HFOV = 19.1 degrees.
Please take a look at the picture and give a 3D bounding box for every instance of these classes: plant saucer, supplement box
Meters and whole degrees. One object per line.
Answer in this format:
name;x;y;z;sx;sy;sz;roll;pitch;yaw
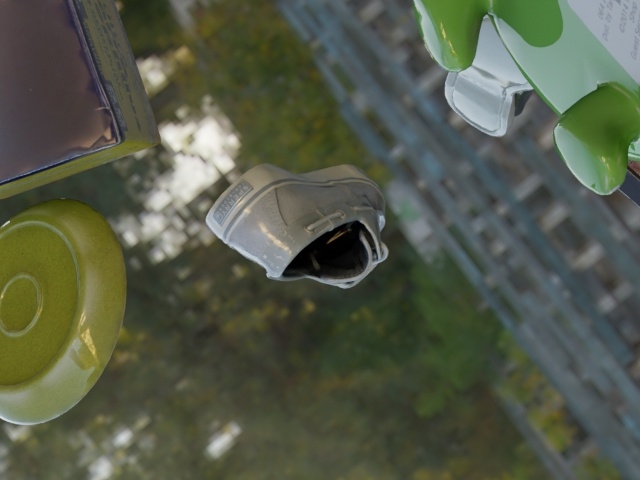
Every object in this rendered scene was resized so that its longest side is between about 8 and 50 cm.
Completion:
plant saucer;-0.300;0.068;1.961;0.037;0.241;0.241;21;-153;-48
supplement box;-0.299;-0.160;1.953;0.356;0.195;0.194;-73;-35;-87

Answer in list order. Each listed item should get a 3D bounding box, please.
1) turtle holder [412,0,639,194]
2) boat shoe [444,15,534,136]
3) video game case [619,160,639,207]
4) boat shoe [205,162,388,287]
turtle holder;0.166;-0.176;0.892;0.320;0.227;0.243;-151;47;-65
boat shoe;0.191;-0.202;1.979;0.114;0.091;0.302;34;167;2
video game case;0.449;-0.096;2.303;0.275;0.035;0.248;41;-139;1
boat shoe;0.000;-0.001;1.308;0.081;0.079;0.227;47;-164;17
